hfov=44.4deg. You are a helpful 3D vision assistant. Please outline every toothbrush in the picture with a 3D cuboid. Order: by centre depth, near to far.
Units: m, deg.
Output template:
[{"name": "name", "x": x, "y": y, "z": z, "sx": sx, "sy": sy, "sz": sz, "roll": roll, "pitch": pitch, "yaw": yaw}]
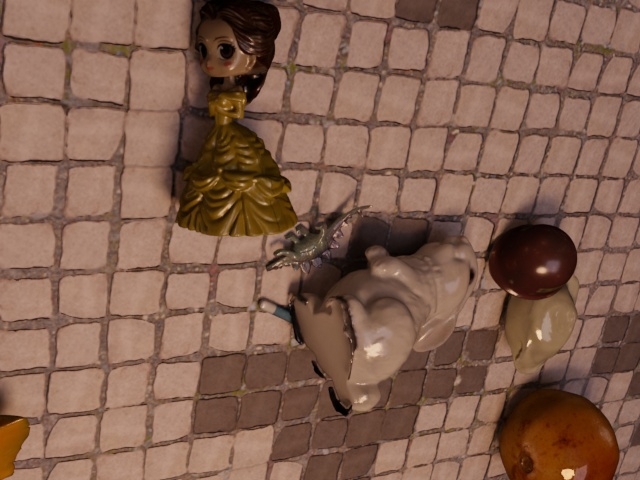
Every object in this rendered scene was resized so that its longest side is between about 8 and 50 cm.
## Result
[{"name": "toothbrush", "x": -0.006, "y": 0.161, "z": 1.413, "sx": 0.275, "sy": 0.025, "sz": 0.019, "roll": 30, "pitch": 90, "yaw": -34}]

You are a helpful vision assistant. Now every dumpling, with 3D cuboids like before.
[{"name": "dumpling", "x": 0.458, "y": 0.158, "z": 1.613, "sx": 0.162, "sy": 0.132, "sz": 0.250, "roll": 11, "pitch": 91, "yaw": -25}]

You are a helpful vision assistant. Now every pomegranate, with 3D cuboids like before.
[{"name": "pomegranate", "x": 0.523, "y": 0.456, "z": 1.726, "sx": 0.264, "sy": 0.264, "sz": 0.264, "roll": -13, "pitch": 118, "yaw": -25}]

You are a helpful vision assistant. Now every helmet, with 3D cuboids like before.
[{"name": "helmet", "x": 0.419, "y": 0.031, "z": 1.506, "sx": 0.175, "sy": 0.106, "sz": 0.155, "roll": -4, "pitch": 77, "yaw": -9}]

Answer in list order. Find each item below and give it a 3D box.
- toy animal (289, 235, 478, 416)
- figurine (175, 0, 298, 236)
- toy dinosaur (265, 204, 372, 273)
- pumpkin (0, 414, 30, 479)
[{"name": "toy animal", "x": 0.139, "y": 0.125, "z": 1.383, "sx": 0.357, "sy": 0.194, "sz": 0.258, "roll": -17, "pitch": 107, "yaw": -34}, {"name": "figurine", "x": -0.126, "y": -0.179, "z": 1.105, "sx": 0.168, "sy": 0.187, "sz": 0.316, "roll": -7, "pitch": 107, "yaw": -22}, {"name": "toy dinosaur", "x": 0.000, "y": -0.001, "z": 1.323, "sx": 0.209, "sy": 0.039, "sz": 0.082, "roll": -34, "pitch": 129, "yaw": 1}, {"name": "pumpkin", "x": -0.555, "y": 0.303, "z": 1.107, "sx": 0.248, "sy": 0.126, "sz": 0.131, "roll": -14, "pitch": 126, "yaw": -44}]
